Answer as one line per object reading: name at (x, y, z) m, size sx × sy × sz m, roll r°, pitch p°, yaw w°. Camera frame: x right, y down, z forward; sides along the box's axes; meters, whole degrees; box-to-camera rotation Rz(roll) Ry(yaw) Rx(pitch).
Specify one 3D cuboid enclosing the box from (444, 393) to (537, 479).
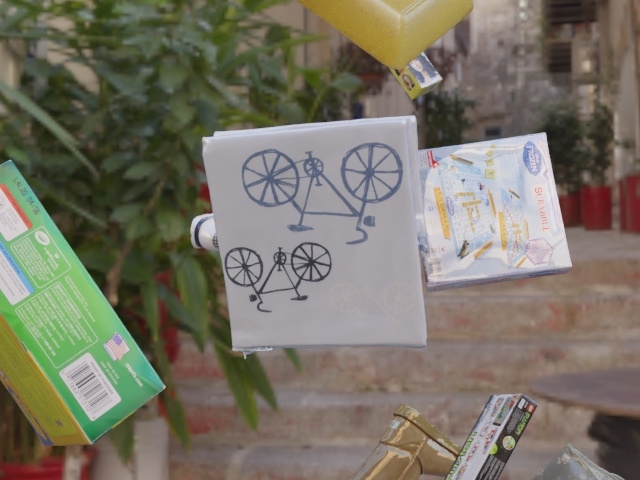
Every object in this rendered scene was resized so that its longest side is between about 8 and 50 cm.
box at (0.266, 0.345, 1.724) m, size 0.036 × 0.207 × 0.114 m, roll 35°, pitch -17°, yaw -8°

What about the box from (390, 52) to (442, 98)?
box at (0.211, -0.482, 2.755) m, size 0.087 × 0.232 × 0.058 m, roll -29°, pitch -10°, yaw -37°

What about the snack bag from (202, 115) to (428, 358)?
snack bag at (0.000, 0.000, 1.537) m, size 0.323 × 0.342 × 0.037 m, roll -4°, pitch 11°, yaw 20°

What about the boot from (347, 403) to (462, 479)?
boot at (0.151, 0.475, 1.987) m, size 0.236 × 0.269 × 0.089 m, roll 40°, pitch -18°, yaw -14°

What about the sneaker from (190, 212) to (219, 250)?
sneaker at (-0.159, -0.033, 2.182) m, size 0.095 × 0.090 × 0.235 m, roll 6°, pitch 25°, yaw 36°

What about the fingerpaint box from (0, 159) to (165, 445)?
fingerpaint box at (-0.493, 0.124, 1.811) m, size 0.163 × 0.444 × 0.371 m, roll -36°, pitch 5°, yaw -27°

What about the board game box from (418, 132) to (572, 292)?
board game box at (0.368, -0.062, 2.362) m, size 0.318 × 0.318 × 0.066 m, roll -7°, pitch -16°, yaw 2°

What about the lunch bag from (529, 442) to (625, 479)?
lunch bag at (0.433, 0.503, 1.784) m, size 0.287 × 0.235 × 0.169 m, roll 37°, pitch 13°, yaw -41°

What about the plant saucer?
plant saucer at (0.111, -0.513, 2.066) m, size 0.333 × 0.333 × 0.081 m, roll -44°, pitch -13°, yaw -42°
